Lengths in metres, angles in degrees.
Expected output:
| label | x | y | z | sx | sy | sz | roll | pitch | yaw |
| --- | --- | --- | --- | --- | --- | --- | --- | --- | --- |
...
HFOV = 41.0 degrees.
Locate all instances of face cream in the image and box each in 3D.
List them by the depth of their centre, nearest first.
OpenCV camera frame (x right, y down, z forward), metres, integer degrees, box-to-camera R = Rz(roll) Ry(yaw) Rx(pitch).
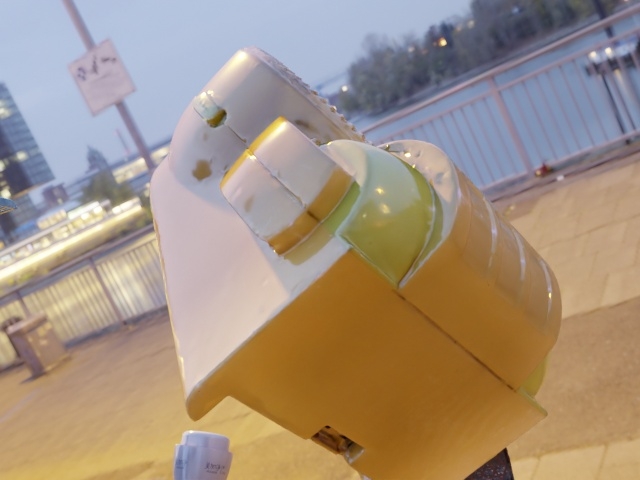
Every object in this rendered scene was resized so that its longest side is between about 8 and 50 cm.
| label | x | y | z | sx | sy | sz | roll | pitch | yaw |
| --- | --- | --- | --- | --- | --- | --- | --- | --- | --- |
| face cream | -0.181 | 0.342 | 1.305 | 0.091 | 0.095 | 0.091 | 7 | -19 | 2 |

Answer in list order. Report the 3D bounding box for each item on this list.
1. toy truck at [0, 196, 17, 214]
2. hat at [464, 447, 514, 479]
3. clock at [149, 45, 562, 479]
| label | x | y | z | sx | sy | sz | roll | pitch | yaw |
| --- | --- | --- | --- | --- | --- | --- | --- | --- | --- |
| toy truck | -0.400 | -0.020 | 0.973 | 0.063 | 0.074 | 0.136 | -15 | -14 | 18 |
| hat | 0.096 | 0.232 | 0.784 | 0.082 | 0.193 | 0.193 | -16 | 13 | 42 |
| clock | 0.000 | 0.000 | 0.599 | 0.200 | 0.244 | 0.317 | -43 | 38 | 5 |
